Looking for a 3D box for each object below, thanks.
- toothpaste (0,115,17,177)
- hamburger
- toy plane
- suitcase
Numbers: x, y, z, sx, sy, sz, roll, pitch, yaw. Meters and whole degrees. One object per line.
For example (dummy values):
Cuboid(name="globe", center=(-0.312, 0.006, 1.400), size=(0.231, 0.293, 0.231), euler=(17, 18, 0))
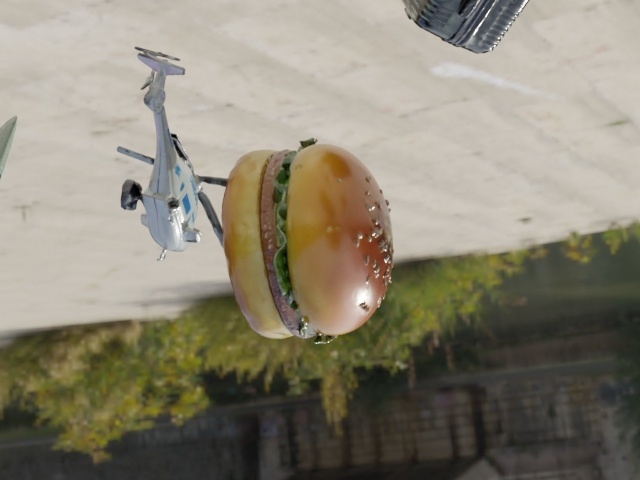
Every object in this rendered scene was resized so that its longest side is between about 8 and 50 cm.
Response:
Cuboid(name="toothpaste", center=(-0.311, -0.017, 0.960), size=(0.038, 0.233, 0.060), euler=(32, 137, -27))
Cuboid(name="hamburger", center=(0.000, -0.001, 1.259), size=(0.169, 0.246, 0.246), euler=(-6, 171, 19))
Cuboid(name="toy plane", center=(-0.174, -0.084, 1.305), size=(0.182, 0.107, 0.273), euler=(28, 144, 3))
Cuboid(name="suitcase", center=(0.171, -0.384, 1.352), size=(0.128, 0.312, 0.202), euler=(18, 122, -27))
